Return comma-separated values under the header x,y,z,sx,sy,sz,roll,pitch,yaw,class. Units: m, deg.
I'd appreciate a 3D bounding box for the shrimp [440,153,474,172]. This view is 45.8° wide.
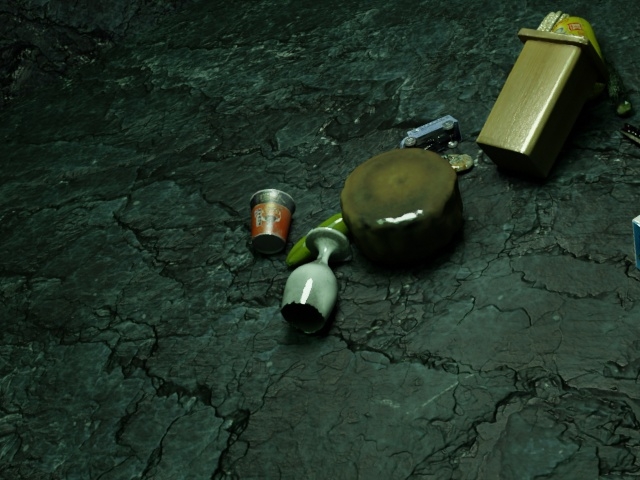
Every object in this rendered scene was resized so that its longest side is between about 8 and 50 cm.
x,y,z,sx,sy,sz,roll,pitch,yaw,class
0.316,-0.194,1.968,0.161,0.034,0.091,-9,30,8,shrimp

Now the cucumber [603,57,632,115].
x,y,z,sx,sy,sz,roll,pitch,yaw,class
0.762,-0.405,1.964,0.043,0.044,0.256,-53,20,37,cucumber

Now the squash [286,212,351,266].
x,y,z,sx,sy,sz,roll,pitch,yaw,class
0.000,0.000,1.883,0.201,0.066,0.066,-36,41,-4,squash

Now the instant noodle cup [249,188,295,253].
x,y,z,sx,sy,sz,roll,pitch,yaw,class
-0.130,-0.043,1.957,0.127,0.127,0.135,-10,50,17,instant noodle cup

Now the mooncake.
x,y,z,sx,sy,sz,roll,pitch,yaw,class
0.195,-0.076,1.792,0.291,0.161,0.290,-12,41,11,mooncake

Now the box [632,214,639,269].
x,y,z,sx,sy,sz,roll,pitch,yaw,class
0.718,-0.026,1.494,0.194,0.139,0.073,-32,39,-9,box

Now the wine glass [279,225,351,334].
x,y,z,sx,sy,sz,roll,pitch,yaw,class
-0.010,0.088,1.741,0.127,0.126,0.241,-4,41,23,wine glass

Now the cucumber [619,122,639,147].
x,y,z,sx,sy,sz,roll,pitch,yaw,class
0.762,-0.239,1.792,0.034,0.033,0.134,6,33,-24,cucumber

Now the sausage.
x,y,z,sx,sy,sz,roll,pitch,yaw,class
0.687,-0.487,2.027,0.123,0.123,0.347,-10,43,17,sausage

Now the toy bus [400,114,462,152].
x,y,z,sx,sy,sz,roll,pitch,yaw,class
0.290,-0.271,2.029,0.168,0.073,0.076,-23,37,-3,toy bus

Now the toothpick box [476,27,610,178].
x,y,z,sx,sy,sz,roll,pitch,yaw,class
0.527,-0.325,1.827,0.188,0.190,0.308,24,84,40,toothpick box

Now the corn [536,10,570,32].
x,y,z,sx,sy,sz,roll,pitch,yaw,class
0.648,-0.581,2.186,0.087,0.087,0.211,21,59,41,corn
